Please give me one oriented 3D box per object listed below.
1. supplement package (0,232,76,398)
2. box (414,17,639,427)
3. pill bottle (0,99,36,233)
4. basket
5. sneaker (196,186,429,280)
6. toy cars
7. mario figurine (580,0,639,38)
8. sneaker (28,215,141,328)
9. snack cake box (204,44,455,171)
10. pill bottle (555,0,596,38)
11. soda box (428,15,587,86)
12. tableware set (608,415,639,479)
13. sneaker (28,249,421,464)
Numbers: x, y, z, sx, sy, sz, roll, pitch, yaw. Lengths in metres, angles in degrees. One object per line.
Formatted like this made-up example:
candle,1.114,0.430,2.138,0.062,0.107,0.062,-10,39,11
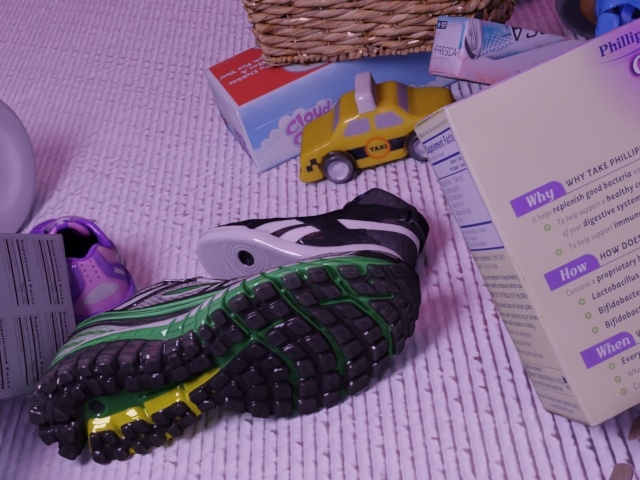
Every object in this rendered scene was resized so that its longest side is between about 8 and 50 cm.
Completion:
supplement package,-0.352,0.078,1.102,0.194,0.149,0.203,-11,-4,18
box,0.220,-0.023,0.896,0.214,0.243,0.117,-26,2,-6
pill bottle,-0.527,-0.076,1.495,0.334,0.188,0.188,-3,36,29
basket,0.061,-0.341,1.353,0.299,0.223,0.213,0,37,31
sneaker,0.000,0.000,1.180,0.217,0.079,0.121,7,37,25
toy cars,0.129,-0.114,1.258,0.394,0.087,0.176,14,46,44
mario figurine,0.256,-0.092,1.098,0.198,0.170,0.320,1,51,34
sneaker,-0.254,0.014,1.274,0.095,0.104,0.236,-32,32,-14
snack cake box,0.012,-0.196,1.455,0.264,0.089,0.152,-26,33,-7
pill bottle,0.332,-0.325,1.430,0.123,0.122,0.219,-5,34,24
soda box,0.203,-0.182,1.250,0.183,0.063,0.058,5,8,-28
tableware set,0.266,0.149,0.821,0.128,0.039,0.194,-12,24,37
sneaker,-0.082,0.070,1.057,0.344,0.134,0.146,-15,31,11
